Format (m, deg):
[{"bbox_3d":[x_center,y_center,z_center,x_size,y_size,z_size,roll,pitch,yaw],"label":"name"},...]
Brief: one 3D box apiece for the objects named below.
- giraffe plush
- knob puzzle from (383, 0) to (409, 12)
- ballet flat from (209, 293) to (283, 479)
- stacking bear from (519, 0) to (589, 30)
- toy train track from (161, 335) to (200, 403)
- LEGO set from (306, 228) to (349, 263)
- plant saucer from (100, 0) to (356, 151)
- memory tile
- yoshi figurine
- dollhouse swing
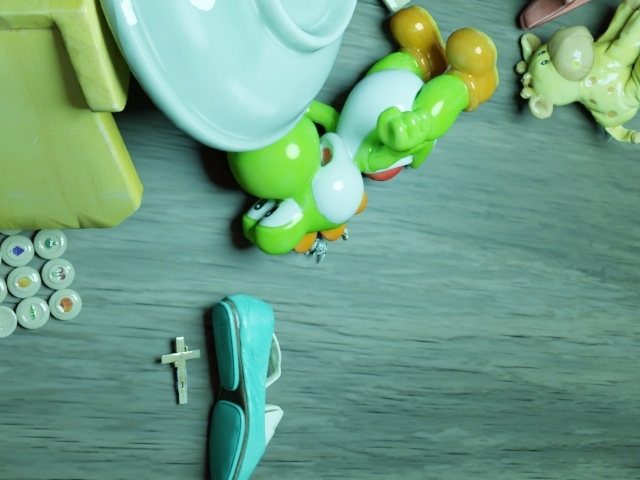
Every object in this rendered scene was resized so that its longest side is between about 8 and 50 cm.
[{"bbox_3d":[0.362,-0.237,1.116,0.170,0.181,0.210,8,124,-10],"label":"giraffe plush"},{"bbox_3d":[0.108,-0.422,1.068,0.213,0.030,0.213,-1,92,-19],"label":"knob puzzle"},{"bbox_3d":[-0.084,0.188,0.995,0.087,0.083,0.247,-1,94,-34],"label":"ballet flat"},{"bbox_3d":[0.304,-0.457,1.077,0.164,0.175,0.289,-27,93,-15],"label":"stacking bear"},{"bbox_3d":[-0.171,0.157,0.996,0.048,0.014,0.083,-6,99,-27],"label":"toy train track"},{"bbox_3d":[0.000,-0.003,1.045,0.083,0.023,0.054,-40,104,-14],"label":"LEGO set"},{"bbox_3d":[-0.049,-0.284,0.757,0.400,0.100,0.401,-5,96,-62],"label":"plant saucer"},{"bbox_3d":[-0.341,0.030,0.930,0.113,0.012,0.148,-13,97,-19],"label":"memory tile"},{"bbox_3d":[0.031,-0.145,0.976,0.362,0.203,0.203,-44,89,-11],"label":"yoshi figurine"},{"bbox_3d":[-0.336,-0.205,0.791,0.346,0.305,0.315,-1,72,5],"label":"dollhouse swing"}]
